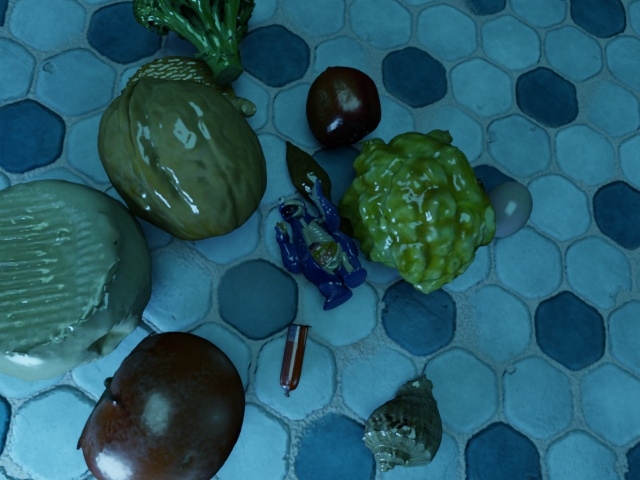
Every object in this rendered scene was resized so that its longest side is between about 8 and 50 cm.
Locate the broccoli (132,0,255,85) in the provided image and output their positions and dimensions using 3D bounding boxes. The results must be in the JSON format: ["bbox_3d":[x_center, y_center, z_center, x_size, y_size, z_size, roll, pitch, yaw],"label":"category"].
[{"bbox_3d":[-0.246,-0.468,0.940,0.269,0.254,0.269,0,85,-6],"label":"broccoli"}]

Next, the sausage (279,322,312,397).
[{"bbox_3d":[-0.053,0.240,0.891,0.050,0.048,0.145,22,71,-41],"label":"sausage"}]

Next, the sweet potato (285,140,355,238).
[{"bbox_3d":[-0.007,-0.111,0.967,0.075,0.075,0.269,-35,86,-13],"label":"sweet potato"}]

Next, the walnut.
[{"bbox_3d":[-0.252,-0.150,0.828,0.252,0.277,0.313,-44,123,-28],"label":"walnut"}]

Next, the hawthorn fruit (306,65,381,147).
[{"bbox_3d":[0.043,-0.304,0.977,0.169,0.169,0.188,-22,81,-12],"label":"hawthorn fruit"}]

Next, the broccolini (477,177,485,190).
[{"bbox_3d":[0.328,-0.041,0.969,0.052,0.054,0.194,20,77,-22],"label":"broccolini"}]

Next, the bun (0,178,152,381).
[{"bbox_3d":[-0.468,0.069,0.802,0.359,0.211,0.360,1,66,-1],"label":"bun"}]

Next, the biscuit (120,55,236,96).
[{"bbox_3d":[-0.315,-0.301,0.994,0.254,0.035,0.254,2,76,-8],"label":"biscuit"}]

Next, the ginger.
[{"bbox_3d":[-0.280,-0.290,0.941,0.288,0.075,0.089,5,44,-6],"label":"ginger"}]

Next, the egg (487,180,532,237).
[{"bbox_3d":[0.414,-0.068,0.990,0.103,0.103,0.135,29,79,1],"label":"egg"}]

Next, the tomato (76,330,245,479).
[{"bbox_3d":[-0.249,0.292,0.745,0.265,0.265,0.265,2,76,-7],"label":"tomato"}]

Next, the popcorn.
[{"bbox_3d":[0.177,-0.068,0.876,0.274,0.279,0.335,-29,93,15],"label":"popcorn"}]

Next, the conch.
[{"bbox_3d":[0.173,0.365,0.874,0.207,0.130,0.155,-52,122,-37],"label":"conch"}]

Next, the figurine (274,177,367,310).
[{"bbox_3d":[-0.002,0.009,0.922,0.164,0.121,0.262,-32,71,26],"label":"figurine"}]
